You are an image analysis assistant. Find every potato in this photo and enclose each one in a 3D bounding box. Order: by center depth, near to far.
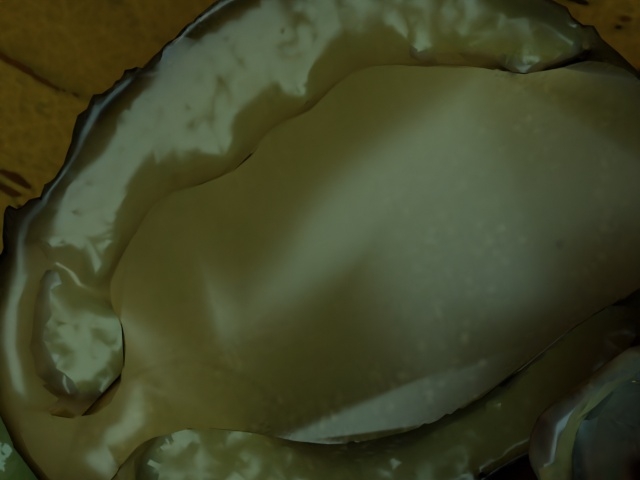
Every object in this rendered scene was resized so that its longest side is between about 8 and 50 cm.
[{"bbox_3d":[0.000,0.000,0.484,0.285,0.242,0.242,-39,96,5],"label":"potato"}]

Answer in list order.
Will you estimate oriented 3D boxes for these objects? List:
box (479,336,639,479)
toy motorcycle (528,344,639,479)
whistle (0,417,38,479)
[{"bbox_3d":[0.134,0.188,0.471,0.339,0.229,0.239,-35,98,0],"label":"box"},{"bbox_3d":[0.205,0.145,0.264,0.319,0.182,0.241,44,91,-6],"label":"toy motorcycle"},{"bbox_3d":[-0.232,0.129,0.603,0.227,0.085,0.105,-15,100,8],"label":"whistle"}]
